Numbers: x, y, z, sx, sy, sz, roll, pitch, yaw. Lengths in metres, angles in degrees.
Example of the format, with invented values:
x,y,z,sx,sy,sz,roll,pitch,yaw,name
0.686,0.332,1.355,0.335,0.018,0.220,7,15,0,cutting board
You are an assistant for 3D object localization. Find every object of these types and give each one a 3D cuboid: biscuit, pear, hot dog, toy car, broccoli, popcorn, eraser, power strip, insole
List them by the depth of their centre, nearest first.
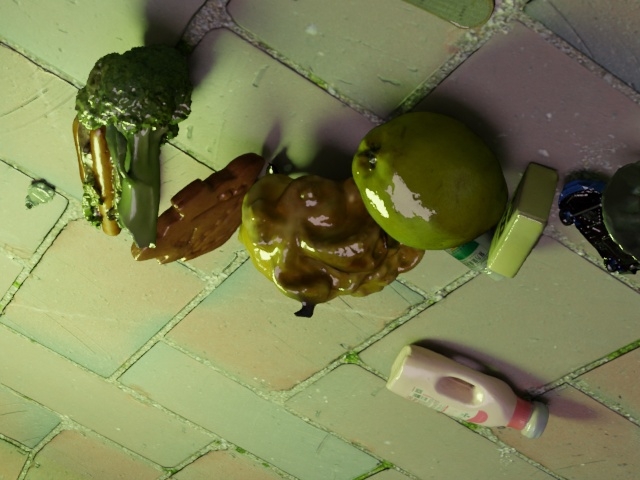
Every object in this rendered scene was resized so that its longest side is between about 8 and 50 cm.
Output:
x,y,z,sx,sy,sz,roll,pitch,yaw,name
0.081,-0.382,1.581,0.348,0.009,0.119,21,144,-1,insole
0.174,-0.091,1.748,0.269,0.212,0.212,23,147,-32,pear
0.473,-0.027,1.813,0.216,0.063,0.103,44,138,-20,toy car
-0.316,-0.185,1.828,0.186,0.254,0.302,15,124,-9,broccoli
0.330,-0.030,1.829,0.058,0.117,0.172,19,144,1,eraser
0.000,0.000,1.916,0.297,0.281,0.316,21,161,-31,popcorn
-0.201,-0.036,2.007,0.043,0.284,0.306,49,175,15,biscuit
-0.389,-0.112,2.077,0.135,0.100,0.337,14,143,6,hot dog
-0.574,-0.087,2.253,0.055,0.035,0.083,37,138,-22,power strip

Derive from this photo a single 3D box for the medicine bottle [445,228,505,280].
x,y,z,sx,sy,sz,roll,pitch,yaw,name
0.274,0.010,1.940,0.130,0.080,0.080,35,142,-18,medicine bottle

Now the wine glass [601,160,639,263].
x,y,z,sx,sy,sz,roll,pitch,yaw,name
0.555,-0.125,1.501,0.267,0.267,0.406,20,148,1,wine glass

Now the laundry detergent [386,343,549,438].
x,y,z,sx,sy,sz,roll,pitch,yaw,name
0.313,0.321,2.323,0.335,0.088,0.159,21,144,-3,laundry detergent
